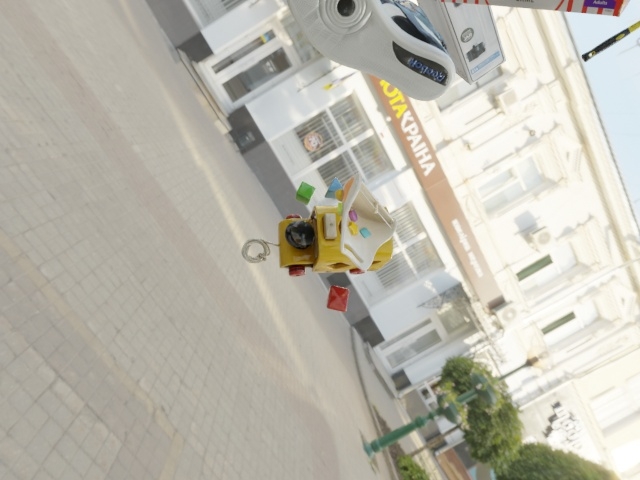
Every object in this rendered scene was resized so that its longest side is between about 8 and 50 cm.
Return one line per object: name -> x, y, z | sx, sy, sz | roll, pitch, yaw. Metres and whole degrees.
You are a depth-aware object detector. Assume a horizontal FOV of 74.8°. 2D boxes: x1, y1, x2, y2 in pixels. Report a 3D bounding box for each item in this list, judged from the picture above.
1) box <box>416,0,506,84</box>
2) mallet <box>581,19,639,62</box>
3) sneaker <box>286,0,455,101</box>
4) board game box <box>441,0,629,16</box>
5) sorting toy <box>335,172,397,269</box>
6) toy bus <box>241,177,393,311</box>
box -> 0.264, -0.484, 0.850 | 0.290, 0.087, 0.169 | 46, 18, -39
mallet -> 0.620, -0.411, 0.829 | 0.062, 0.189, 0.039 | 47, 20, -13
sneaker -> 0.054, -0.250, 0.477 | 0.216, 0.079, 0.121 | 24, 45, -27
board game box -> 0.219, -0.269, 0.366 | 0.146, 0.193, 0.045 | 26, -27, 32
sorting toy -> 0.039, -0.012, 0.434 | 0.083, 0.044, 0.075 | 43, 47, -40
toy bus -> 0.011, -0.005, 0.642 | 0.191, 0.202, 0.104 | 41, -21, 4
